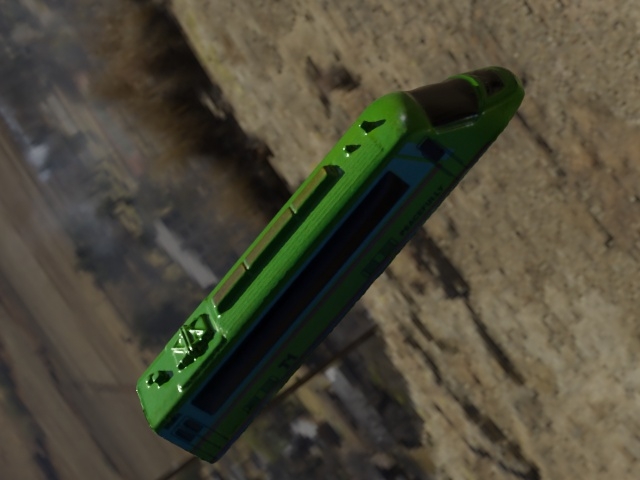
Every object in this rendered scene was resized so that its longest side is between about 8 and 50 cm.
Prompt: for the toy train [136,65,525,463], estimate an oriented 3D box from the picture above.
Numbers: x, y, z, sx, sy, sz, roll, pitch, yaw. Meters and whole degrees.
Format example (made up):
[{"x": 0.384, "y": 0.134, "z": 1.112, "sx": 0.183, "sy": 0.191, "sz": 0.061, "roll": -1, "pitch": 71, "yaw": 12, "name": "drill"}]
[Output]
[{"x": 0.000, "y": 0.000, "z": 0.544, "sx": 0.042, "sy": 0.209, "sz": 0.044, "roll": 34, "pitch": -168, "yaw": -31, "name": "toy train"}]
